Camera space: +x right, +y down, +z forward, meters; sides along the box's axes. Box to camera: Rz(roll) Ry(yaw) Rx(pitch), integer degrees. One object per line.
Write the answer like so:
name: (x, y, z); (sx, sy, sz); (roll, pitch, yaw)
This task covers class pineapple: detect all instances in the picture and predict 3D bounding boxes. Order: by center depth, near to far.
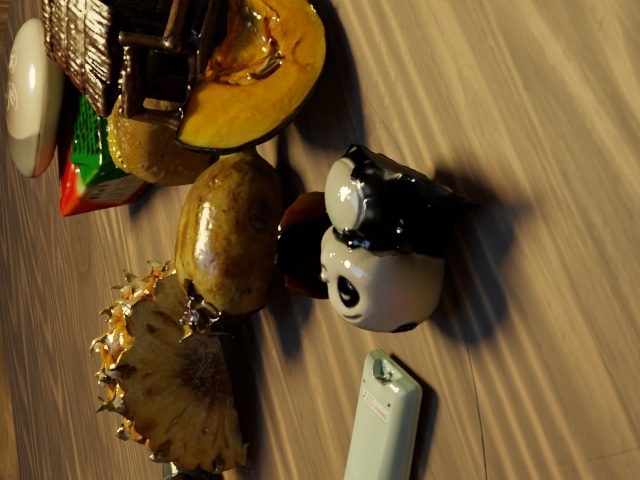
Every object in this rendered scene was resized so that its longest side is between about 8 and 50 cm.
pineapple: (-0.273, 0.204, 1.491); (0.286, 0.209, 0.344); (3, 109, 65)

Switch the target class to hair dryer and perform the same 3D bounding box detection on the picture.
hair dryer: (-0.200, 0.412, 1.467); (0.272, 0.091, 0.236); (79, 172, -73)

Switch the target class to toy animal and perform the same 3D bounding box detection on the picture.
toy animal: (0.065, 0.006, 0.959); (0.166, 0.138, 0.179); (-116, 37, -68)

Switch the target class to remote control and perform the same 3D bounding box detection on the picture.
remote control: (0.055, 0.273, 1.086); (0.103, 0.051, 0.293); (38, 123, 58)
remote control: (-0.541, -0.265, 1.837); (0.332, 0.103, 0.221); (114, 148, -48)

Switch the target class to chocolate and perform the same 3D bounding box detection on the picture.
chocolate: (0.000, 0.000, 1.112); (0.124, 0.127, 0.133); (-35, 18, 21)
chocolate: (-0.403, -0.258, 1.851); (0.341, 0.161, 0.360); (-30, 64, 60)

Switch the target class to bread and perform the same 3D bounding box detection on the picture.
bread: (-0.257, -0.226, 1.546); (0.195, 0.176, 0.246); (60, 141, 41)

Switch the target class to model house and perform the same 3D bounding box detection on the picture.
model house: (-0.262, -0.355, 1.331); (0.297, 0.282, 0.317); (-70, -6, -53)

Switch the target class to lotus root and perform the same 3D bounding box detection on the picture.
lotus root: (-0.116, -0.009, 1.318); (0.169, 0.141, 0.314); (5, 86, 60)

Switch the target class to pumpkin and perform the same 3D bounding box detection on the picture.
pumpkin: (-0.059, -0.211, 1.235); (0.148, 0.169, 0.312); (67, -148, -62)
